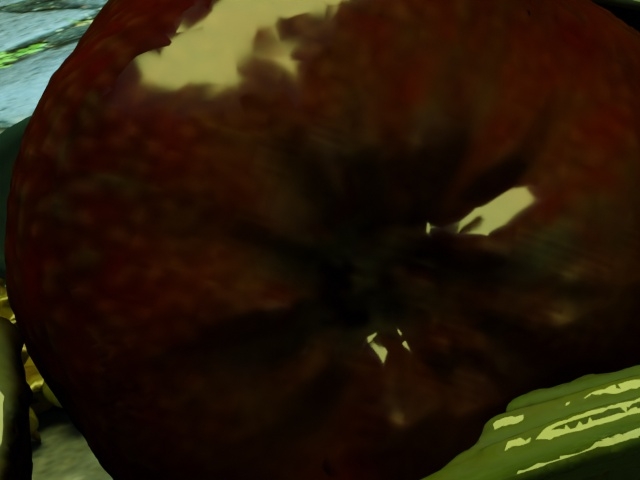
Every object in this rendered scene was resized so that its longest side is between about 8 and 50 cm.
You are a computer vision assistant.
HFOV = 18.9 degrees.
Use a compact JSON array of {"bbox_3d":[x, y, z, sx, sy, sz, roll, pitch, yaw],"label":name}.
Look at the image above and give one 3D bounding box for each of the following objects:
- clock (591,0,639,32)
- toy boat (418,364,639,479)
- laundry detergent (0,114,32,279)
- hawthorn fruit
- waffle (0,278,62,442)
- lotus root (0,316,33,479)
[{"bbox_3d":[0.197,-0.092,0.914,0.325,0.067,0.325,16,-4,1],"label":"clock"},{"bbox_3d":[0.169,0.089,0.636,0.276,0.111,0.084,-11,15,11],"label":"toy boat"},{"bbox_3d":[-0.061,-0.036,1.106,0.143,0.094,0.290,-20,-6,33],"label":"laundry detergent"},{"bbox_3d":[0.000,0.000,0.785,0.275,0.275,0.300,-24,8,-26],"label":"hawthorn fruit"},{"bbox_3d":[-0.195,0.061,1.056,0.232,0.051,0.229,1,22,34],"label":"waffle"},{"bbox_3d":[-0.270,0.135,0.665,0.390,0.111,0.375,-30,46,-31],"label":"lotus root"}]
